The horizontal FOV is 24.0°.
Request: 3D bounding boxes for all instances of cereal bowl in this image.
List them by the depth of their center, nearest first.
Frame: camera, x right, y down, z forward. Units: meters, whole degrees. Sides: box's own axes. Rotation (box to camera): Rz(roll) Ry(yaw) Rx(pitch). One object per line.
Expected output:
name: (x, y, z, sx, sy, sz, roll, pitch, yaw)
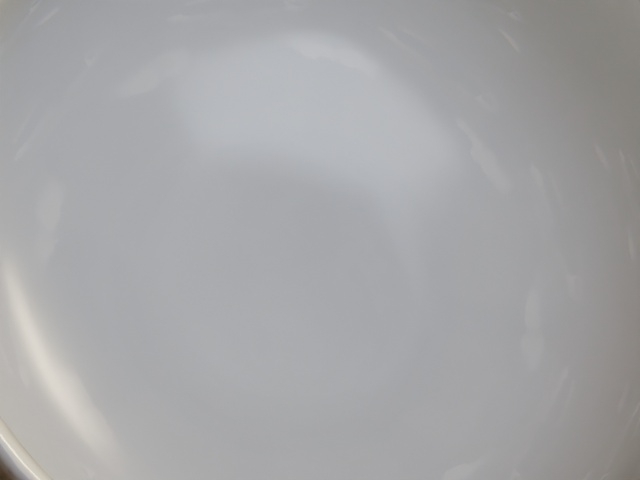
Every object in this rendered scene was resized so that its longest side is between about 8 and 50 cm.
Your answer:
cereal bowl: (0.000, 0.000, 0.605, 0.339, 0.141, 0.339, 6, 66, -14)
